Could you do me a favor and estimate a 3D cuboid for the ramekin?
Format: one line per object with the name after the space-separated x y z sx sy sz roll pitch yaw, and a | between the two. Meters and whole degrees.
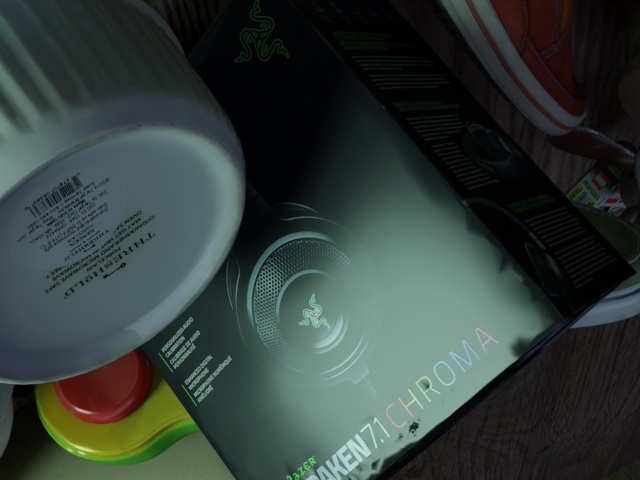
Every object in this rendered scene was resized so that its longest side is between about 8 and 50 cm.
-0.136 -0.022 0.503 0.207 0.109 0.207 -30 147 -22 | ramekin

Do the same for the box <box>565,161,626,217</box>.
0.348 -0.035 1.136 0.207 0.036 0.114 1 139 -43 | box

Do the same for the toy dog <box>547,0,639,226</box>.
0.272 -0.126 0.820 0.220 0.161 0.333 -34 158 -30 | toy dog

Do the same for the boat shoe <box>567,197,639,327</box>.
0.108 -0.010 0.750 0.302 0.109 0.094 9 143 12 | boat shoe

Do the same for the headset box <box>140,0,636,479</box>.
0.000 0.000 0.632 0.246 0.283 0.131 -46 163 30 | headset box

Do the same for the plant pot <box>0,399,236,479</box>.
-0.187 0.222 0.875 0.274 0.256 0.256 -13 150 -1 | plant pot

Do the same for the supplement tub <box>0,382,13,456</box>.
-0.306 0.146 0.710 0.144 0.144 0.199 -4 142 -39 | supplement tub

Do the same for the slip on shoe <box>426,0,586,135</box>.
0.124 -0.167 0.643 0.101 0.123 0.331 -39 146 8 | slip on shoe

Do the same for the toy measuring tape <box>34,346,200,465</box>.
-0.104 0.147 0.714 0.121 0.330 0.121 -45 165 -16 | toy measuring tape
